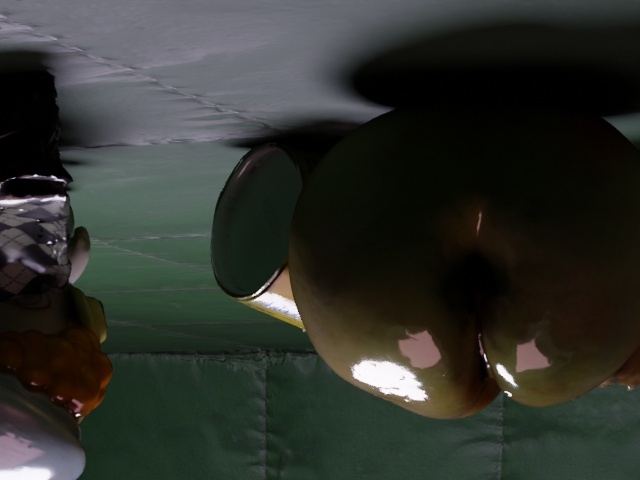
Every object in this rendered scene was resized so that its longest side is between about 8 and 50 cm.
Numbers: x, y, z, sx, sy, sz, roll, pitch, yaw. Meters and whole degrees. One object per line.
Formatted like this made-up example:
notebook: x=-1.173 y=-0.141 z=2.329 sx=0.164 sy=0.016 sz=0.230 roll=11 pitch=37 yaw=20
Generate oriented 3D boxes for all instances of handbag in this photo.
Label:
handbag: x=-0.391 y=-0.025 z=1.496 sx=0.416 sy=0.180 sz=0.317 roll=-6 pitch=171 yaw=-13

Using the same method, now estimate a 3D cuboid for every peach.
peach: x=0.122 y=0.007 z=1.465 sx=0.292 sy=0.247 sz=0.292 roll=-19 pitch=-169 yaw=4

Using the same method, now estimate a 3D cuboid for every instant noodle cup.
instant noodle cup: x=0.000 y=0.000 z=1.679 sx=0.144 sy=0.182 sz=0.182 roll=17 pitch=165 yaw=-33

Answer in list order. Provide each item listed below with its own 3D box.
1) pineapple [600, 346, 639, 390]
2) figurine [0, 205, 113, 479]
pineapple: x=0.233 y=0.022 z=1.837 sx=0.202 sy=0.202 sz=0.362 roll=3 pitch=-174 yaw=-18
figurine: x=-0.276 y=0.091 z=1.784 sx=0.225 sy=0.205 sz=0.382 roll=12 pitch=-147 yaw=9
